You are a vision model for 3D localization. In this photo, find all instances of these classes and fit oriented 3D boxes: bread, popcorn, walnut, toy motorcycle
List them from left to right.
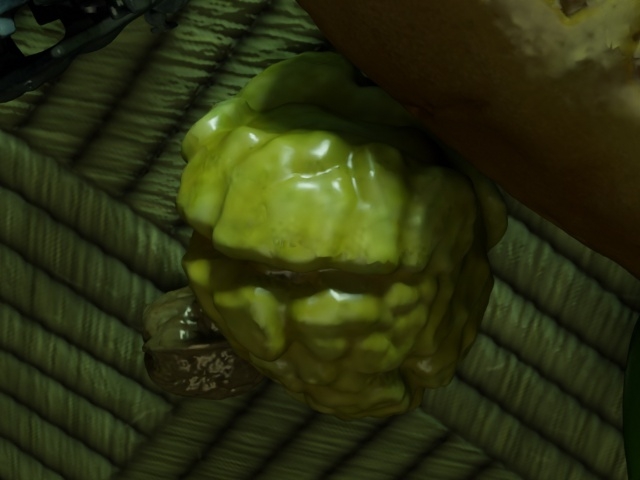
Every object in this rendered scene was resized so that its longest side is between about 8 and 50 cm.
[{"bbox_3d":[-0.168,-0.141,0.669,0.270,0.159,0.106,-11,110,34],"label":"toy motorcycle"},{"bbox_3d":[-0.075,0.068,0.807,0.096,0.082,0.079,-4,91,4],"label":"walnut"},{"bbox_3d":[0.000,0.000,0.692,0.203,0.226,0.200,30,117,33],"label":"popcorn"},{"bbox_3d":[0.135,-0.097,0.586,0.344,0.149,0.195,37,148,-6],"label":"bread"}]

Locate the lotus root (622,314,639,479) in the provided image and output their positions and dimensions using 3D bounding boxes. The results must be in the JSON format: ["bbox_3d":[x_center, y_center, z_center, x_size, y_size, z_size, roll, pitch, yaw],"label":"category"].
[{"bbox_3d":[0.253,0.076,0.720,0.186,0.186,0.186,5,122,7],"label":"lotus root"}]
